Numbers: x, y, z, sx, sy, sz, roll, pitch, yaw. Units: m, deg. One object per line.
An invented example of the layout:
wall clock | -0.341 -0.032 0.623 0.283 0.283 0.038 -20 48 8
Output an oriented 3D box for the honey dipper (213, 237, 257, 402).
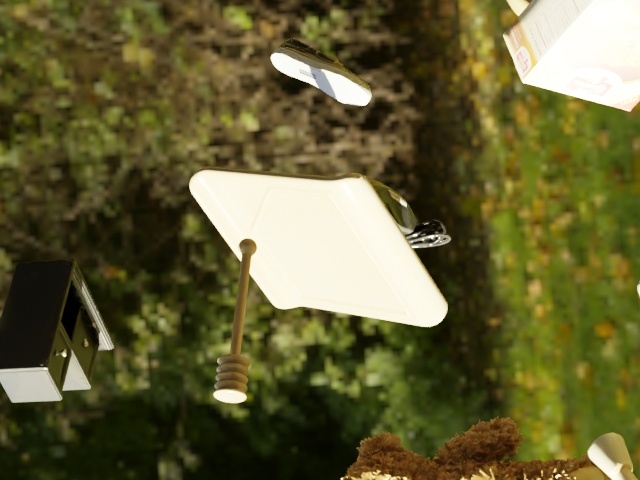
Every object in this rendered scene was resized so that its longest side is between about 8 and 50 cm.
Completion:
honey dipper | -0.076 0.070 1.517 0.030 0.030 0.161 95 179 -63

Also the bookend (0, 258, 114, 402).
bookend | -0.302 0.131 1.865 0.156 0.072 0.157 73 -162 -45

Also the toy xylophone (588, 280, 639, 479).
toy xylophone | 0.311 0.129 1.118 0.081 0.236 0.323 52 -179 -37

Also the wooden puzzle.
wooden puzzle | 0.000 0.000 1.766 0.221 0.238 0.044 55 -127 -34

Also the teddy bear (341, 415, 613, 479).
teddy bear | 0.194 0.333 2.004 0.113 0.338 0.245 16 -118 -72

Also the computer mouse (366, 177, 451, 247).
computer mouse | 0.024 -0.027 1.926 0.262 0.184 0.060 17 -114 -62

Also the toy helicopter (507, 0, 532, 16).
toy helicopter | 0.361 -0.335 1.785 0.140 0.355 0.235 74 174 -59

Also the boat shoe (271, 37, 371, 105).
boat shoe | 0.006 -0.217 2.085 0.040 0.142 0.049 -55 -17 -31

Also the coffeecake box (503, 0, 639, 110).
coffeecake box | 0.286 -0.217 1.549 0.185 0.142 0.068 -49 43 39
